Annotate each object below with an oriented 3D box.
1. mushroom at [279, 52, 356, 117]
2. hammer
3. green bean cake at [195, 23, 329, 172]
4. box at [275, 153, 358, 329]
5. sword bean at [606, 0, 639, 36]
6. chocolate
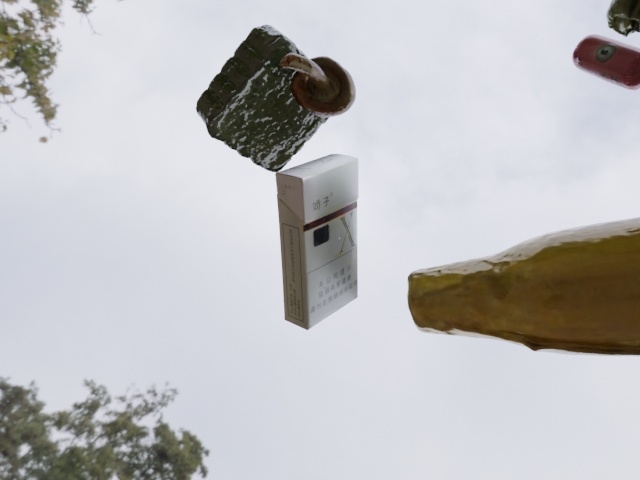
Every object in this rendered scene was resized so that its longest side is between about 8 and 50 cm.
[{"bbox_3d":[-0.012,-0.226,0.765,0.073,0.129,0.088,9,-99,50],"label":"mushroom"},{"bbox_3d":[0.292,-0.180,0.545,0.083,0.043,0.043,54,-50,45],"label":"hammer"},{"bbox_3d":[-0.082,-0.219,0.863,0.185,0.183,0.094,-49,-127,11],"label":"green bean cake"},{"bbox_3d":[0.000,0.000,0.532,0.040,0.084,0.154,20,-59,39],"label":"box"},{"bbox_3d":[0.301,-0.278,0.401,0.043,0.038,0.269,33,-78,6],"label":"sword bean"},{"bbox_3d":[0.315,0.053,0.578,0.445,0.162,0.162,-8,-74,27],"label":"chocolate"}]
